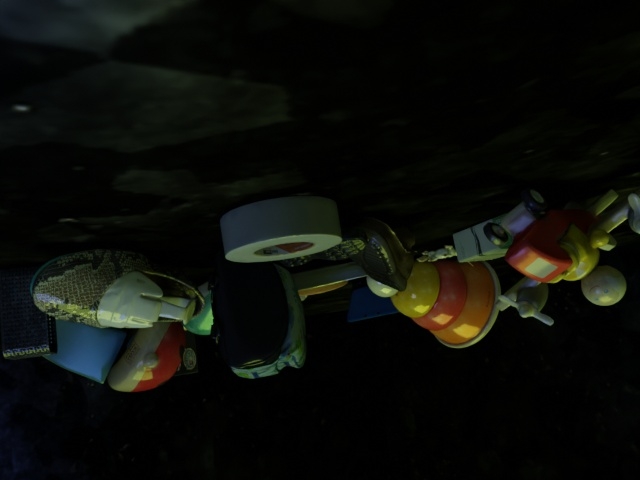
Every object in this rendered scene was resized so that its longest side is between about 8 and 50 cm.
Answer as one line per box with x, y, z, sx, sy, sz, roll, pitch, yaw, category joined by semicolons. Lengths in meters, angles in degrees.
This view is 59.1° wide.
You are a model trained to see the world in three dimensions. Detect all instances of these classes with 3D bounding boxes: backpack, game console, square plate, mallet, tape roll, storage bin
-0.145;0.206;1.376;0.274;0.289;0.355;-3;152;-16;backpack
0.278;0.227;2.331;0.293;0.173;0.250;-18;166;40;game console
-0.002;0.101;1.652;0.348;0.049;0.344;-12;179;14;square plate
-0.038;0.049;1.523;0.190;0.039;0.062;-23;165;36;mallet
-0.072;-0.017;1.046;0.220;0.072;0.219;-8;169;-2;tape roll
-0.598;0.148;1.158;0.085;0.180;0.122;-7;169;-18;storage bin

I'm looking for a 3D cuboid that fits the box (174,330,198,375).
-0.552;0.368;2.099;0.060;0.269;0.216;-12;168;21;box

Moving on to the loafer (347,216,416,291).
0.146;0.011;1.324;0.134;0.130;0.366;23;170;20;loafer

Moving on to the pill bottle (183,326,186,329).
-0.458;0.261;2.029;0.117;0.117;0.215;-19;165;42;pill bottle

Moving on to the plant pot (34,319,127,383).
-0.735;0.295;1.701;0.234;0.165;0.165;27;174;-23;plant pot

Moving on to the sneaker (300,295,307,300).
-0.179;0.220;2.008;0.282;0.115;0.105;-8;-173;14;sneaker

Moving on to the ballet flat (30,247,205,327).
-0.372;0.117;1.192;0.182;0.163;0.483;27;180;15;ballet flat

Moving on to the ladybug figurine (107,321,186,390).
-0.536;0.335;1.772;0.162;0.305;0.449;33;175;-21;ladybug figurine

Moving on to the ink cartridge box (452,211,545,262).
0.484;-0.007;1.521;0.153;0.086;0.208;-3;167;-30;ink cartridge box

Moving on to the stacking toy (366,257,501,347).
0.365;0.169;2.011;0.480;0.350;0.351;20;155;-29;stacking toy

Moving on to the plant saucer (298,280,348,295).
-0.009;0.141;1.887;0.200;0.037;0.200;-12;-174;1;plant saucer

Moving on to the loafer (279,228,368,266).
0.000;0.000;1.187;0.223;0.078;0.076;-11;140;34;loafer

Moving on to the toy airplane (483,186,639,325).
0.574;0.023;1.255;0.385;0.272;0.386;-29;155;-2;toy airplane

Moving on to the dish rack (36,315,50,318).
-0.556;0.150;1.495;0.333;0.072;0.286;-1;167;-36;dish rack

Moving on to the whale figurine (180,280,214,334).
-0.320;0.193;1.697;0.216;0.141;0.272;-25;170;-42;whale figurine

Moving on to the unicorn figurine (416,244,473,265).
0.404;0.046;1.836;0.162;0.060;0.111;3;177;29;unicorn figurine
